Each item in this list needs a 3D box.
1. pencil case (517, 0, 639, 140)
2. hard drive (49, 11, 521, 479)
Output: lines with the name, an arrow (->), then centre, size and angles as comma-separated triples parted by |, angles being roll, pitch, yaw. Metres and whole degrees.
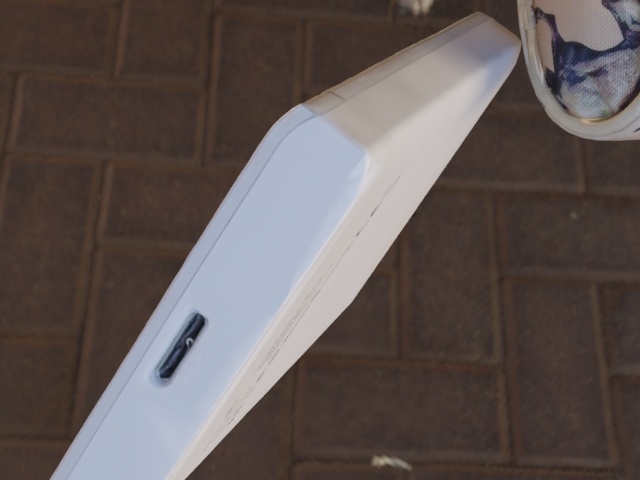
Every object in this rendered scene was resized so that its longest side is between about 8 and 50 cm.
pencil case -> 0.312, -0.123, 0.741 | 0.410, 0.183, 0.160 | 4, 86, -25
hard drive -> 0.000, 0.000, 0.657 | 0.047, 0.233, 0.353 | 36, 23, 6
